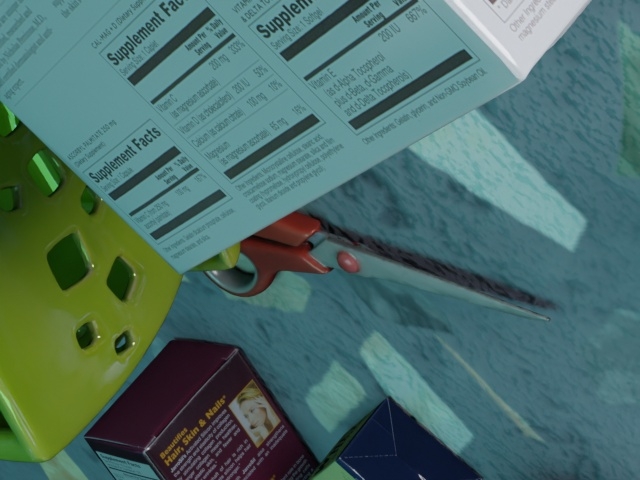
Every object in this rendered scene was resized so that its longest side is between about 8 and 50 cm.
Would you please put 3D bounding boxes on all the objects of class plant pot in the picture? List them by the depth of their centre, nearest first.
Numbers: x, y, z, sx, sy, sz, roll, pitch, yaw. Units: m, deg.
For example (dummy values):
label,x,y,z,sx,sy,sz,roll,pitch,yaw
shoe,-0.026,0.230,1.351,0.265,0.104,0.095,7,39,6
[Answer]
label,x,y,z,sx,sy,sz,roll,pitch,yaw
plant pot,-0.192,-0.027,1.000,0.227,0.207,0.228,-1,122,50

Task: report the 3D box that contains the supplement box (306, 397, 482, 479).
label,x,y,z,sx,sy,sz,roll,pitch,yaw
supplement box,0.045,0.159,1.141,0.083,0.056,0.083,41,151,1

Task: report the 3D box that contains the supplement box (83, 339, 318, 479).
label,x,y,z,sx,sy,sz,roll,pitch,yaw
supplement box,-0.068,0.174,1.250,0.081,0.104,0.188,3,133,49

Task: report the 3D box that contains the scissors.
label,x,y,z,sx,sy,sz,roll,pitch,yaw
scissors,0.000,0.000,1.013,0.297,0.021,0.109,6,133,49

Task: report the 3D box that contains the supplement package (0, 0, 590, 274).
label,x,y,z,sx,sy,sz,roll,pitch,yaw
supplement package,0.007,-0.131,0.635,0.145,0.204,0.262,45,151,-11
